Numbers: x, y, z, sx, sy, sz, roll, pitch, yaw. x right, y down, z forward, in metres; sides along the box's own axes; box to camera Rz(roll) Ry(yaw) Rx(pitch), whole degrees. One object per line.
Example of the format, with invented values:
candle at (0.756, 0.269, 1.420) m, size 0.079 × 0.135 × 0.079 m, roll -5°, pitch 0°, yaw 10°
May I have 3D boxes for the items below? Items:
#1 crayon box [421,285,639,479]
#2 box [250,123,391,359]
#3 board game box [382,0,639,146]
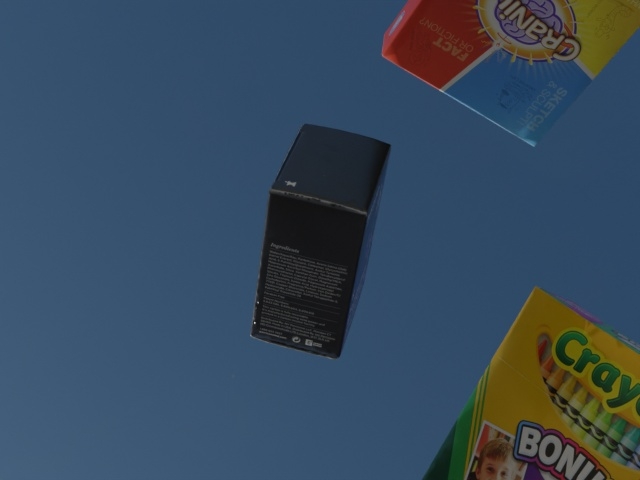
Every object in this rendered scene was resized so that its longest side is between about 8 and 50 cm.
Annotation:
crayon box at (0.318, 0.277, 1.224) m, size 0.106 × 0.363 × 0.313 m, roll 18°, pitch -77°, yaw -43°
box at (0.000, 0.000, 1.186) m, size 0.108 × 0.207 × 0.153 m, roll 14°, pitch -143°, yaw 6°
board game box at (0.258, -0.295, 1.285) m, size 0.242 × 0.316 × 0.064 m, roll 28°, pitch -143°, yaw -12°
